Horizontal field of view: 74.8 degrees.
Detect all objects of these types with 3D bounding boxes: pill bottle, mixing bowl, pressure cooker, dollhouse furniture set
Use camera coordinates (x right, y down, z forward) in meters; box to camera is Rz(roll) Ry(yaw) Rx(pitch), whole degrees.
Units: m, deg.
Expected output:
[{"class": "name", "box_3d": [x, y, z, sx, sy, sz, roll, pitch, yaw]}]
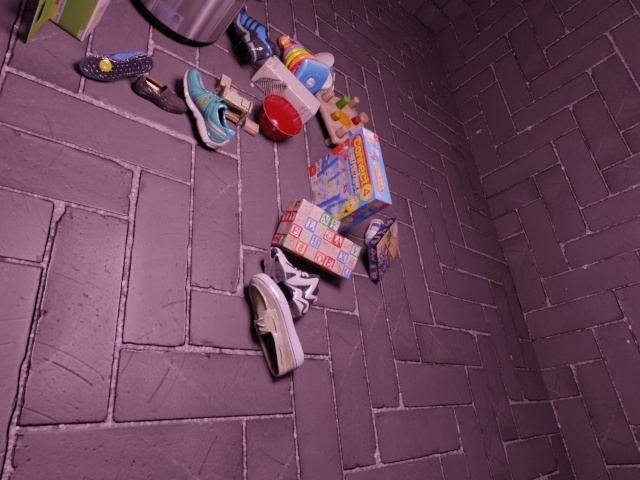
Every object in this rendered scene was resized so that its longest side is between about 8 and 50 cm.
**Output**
[{"class": "pill bottle", "box_3d": [0.226, -0.031, 1.770, 0.067, 0.067, 0.120, 45, 43, -17]}, {"class": "mixing bowl", "box_3d": [-0.168, -0.452, 1.594, 0.182, 0.098, 0.181, 25, 51, -34]}, {"class": "pressure cooker", "box_3d": [-0.392, -0.922, 1.399, 0.370, 0.420, 0.375, -11, 75, -47]}, {"class": "dollhouse furniture set", "box_3d": [-0.280, -0.502, 1.508, 0.182, 0.101, 0.160, 25, 51, -34]}]

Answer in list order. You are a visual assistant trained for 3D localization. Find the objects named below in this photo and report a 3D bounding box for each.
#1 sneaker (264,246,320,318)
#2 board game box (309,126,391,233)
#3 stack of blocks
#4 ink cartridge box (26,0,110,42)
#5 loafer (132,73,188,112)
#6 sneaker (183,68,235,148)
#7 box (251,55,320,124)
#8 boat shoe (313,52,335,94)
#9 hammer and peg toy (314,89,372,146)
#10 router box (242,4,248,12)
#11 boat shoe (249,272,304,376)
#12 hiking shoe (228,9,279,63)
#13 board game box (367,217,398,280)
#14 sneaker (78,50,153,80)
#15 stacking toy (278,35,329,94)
[{"class": "sneaker", "box_3d": [-0.079, 0.117, 1.353, 0.153, 0.094, 0.234, -27, 87, -51]}, {"class": "board game box", "box_3d": [0.099, -0.211, 1.567, 0.086, 0.302, 0.308, 15, 57, -39]}, {"class": "stack of blocks", "box_3d": [0.000, 0.000, 1.454, 0.297, 0.087, 0.171, 30, 77, -31]}, {"class": "ink cartridge box", "box_3d": [-0.662, -0.626, 1.129, 0.097, 0.189, 0.255, 33, 48, -30]}, {"class": "loafer", "box_3d": [-0.487, -0.452, 1.298, 0.170, 0.061, 0.062, 18, 54, -39]}, {"class": "sneaker", "box_3d": [-0.359, -0.437, 1.370, 0.275, 0.110, 0.107, 66, 18, 3]}, {"class": "box", "box_3d": [-0.138, -0.605, 1.708, 0.275, 0.113, 0.094, 40, 45, -20]}, {"class": "boat shoe", "box_3d": [0.012, -0.789, 2.006, 0.099, 0.117, 0.319, 81, 5, -51]}, {"class": "hammer and peg toy", "box_3d": [0.142, -0.541, 1.939, 0.362, 0.127, 0.265, -6, 72, -47]}, {"class": "router box", "box_3d": [-0.374, -0.995, 1.753, 0.092, 0.038, 0.122, 55, 41, -5]}, {"class": "boat shoe", "box_3d": [-0.140, 0.242, 1.208, 0.094, 0.109, 0.302, -21, 86, -47]}, {"class": "hiking shoe", "box_3d": [-0.277, -0.819, 1.652, 0.132, 0.113, 0.303, -18, 72, -22]}, {"class": "board game box", "box_3d": [0.261, 0.032, 1.727, 0.243, 0.042, 0.164, -45, 134, -49]}, {"class": "sneaker", "box_3d": [-0.602, -0.514, 1.229, 0.209, 0.082, 0.069, -26, 129, -36]}, {"class": "stacking toy", "box_3d": [-0.109, -0.794, 1.844, 0.166, 0.175, 0.301, -4, 57, -47]}]
